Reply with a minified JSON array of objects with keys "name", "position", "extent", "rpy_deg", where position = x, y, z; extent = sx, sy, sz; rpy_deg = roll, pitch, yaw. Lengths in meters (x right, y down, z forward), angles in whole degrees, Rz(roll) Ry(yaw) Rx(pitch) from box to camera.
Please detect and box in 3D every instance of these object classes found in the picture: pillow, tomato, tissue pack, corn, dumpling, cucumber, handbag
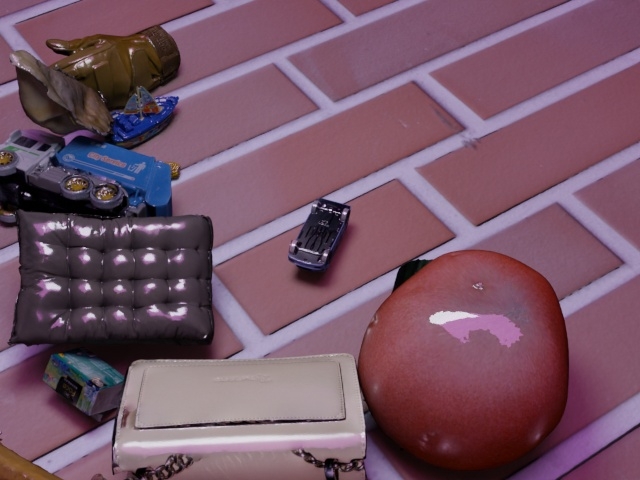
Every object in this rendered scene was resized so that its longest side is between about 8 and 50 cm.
[{"name":"pillow","position":[-0.339,0.060,1.742],"extent":[0.326,0.101,0.228],"rpy_deg":[-1,77,-5]},{"name":"tomato","position":[0.223,0.171,1.632],"extent":[0.341,0.272,0.341],"rpy_deg":[2,50,-2]},{"name":"tissue pack","position":[-0.380,0.235,1.707],"extent":[0.111,0.079,0.085],"rpy_deg":[30,18,24]},{"name":"corn","position":[-0.320,-0.138,2.071],"extent":[0.092,0.037,0.037],"rpy_deg":[0,48,-1]},{"name":"dumpling","position":[-0.471,-0.241,1.967],"extent":[0.086,0.332,0.166],"rpy_deg":[-32,77,12]},{"name":"cucumber","position":[0.181,0.092,1.850],"extent":[0.116,0.062,0.115],"rpy_deg":[14,45,10]},{"name":"handbag","position":[-0.114,0.291,1.566],"extent":[0.359,0.160,0.236],"rpy_deg":[-2,20,-2]}]

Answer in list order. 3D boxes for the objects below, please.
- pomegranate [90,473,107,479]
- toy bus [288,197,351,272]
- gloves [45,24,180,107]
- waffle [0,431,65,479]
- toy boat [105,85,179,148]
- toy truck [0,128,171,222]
[{"name":"pomegranate","position":[-0.343,0.394,1.527],"extent":[0.138,0.125,0.163],"rpy_deg":[-5,46,12]},{"name":"toy bus","position":[0.000,0.000,1.922],"extent":[0.073,0.076,0.167],"rpy_deg":[17,48,13]},{"name":"gloves","position":[-0.449,-0.352,2.191],"extent":[0.331,0.154,0.141],"rpy_deg":[-24,50,-30]},{"name":"waffle","position":[-0.419,0.442,1.420],"extent":[0.348,0.077,0.304],"rpy_deg":[21,82,21]},{"name":"toy boat","position":[-0.358,-0.263,2.135],"extent":[0.175,0.110,0.091],"rpy_deg":[-30,52,-27]},{"name":"toy truck","position":[-0.438,-0.089,1.957],"extent":[0.367,0.146,0.175],"rpy_deg":[18,43,12]}]
